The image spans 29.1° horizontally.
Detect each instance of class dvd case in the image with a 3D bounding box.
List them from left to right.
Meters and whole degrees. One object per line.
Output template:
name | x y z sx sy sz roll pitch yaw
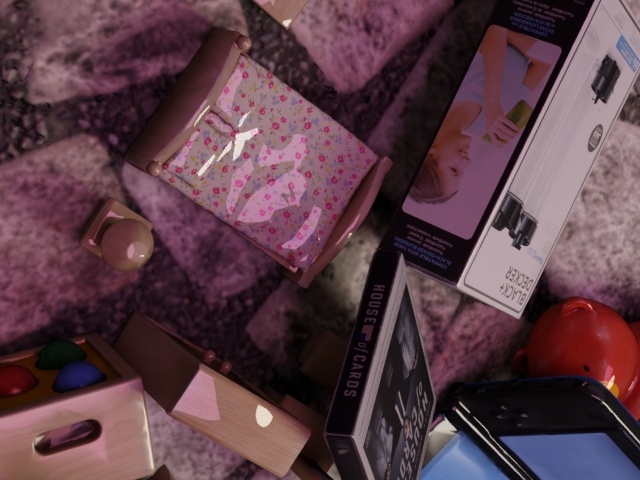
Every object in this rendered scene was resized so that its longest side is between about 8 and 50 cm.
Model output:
dvd case | 0.057 0.150 1.060 0.238 0.030 0.179 72 28 -49

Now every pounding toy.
pounding toy | -0.221 0.151 0.926 0.181 0.206 0.094 -14 108 -23

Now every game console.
game console | 0.217 0.285 1.209 0.293 0.250 0.173 45 54 -28

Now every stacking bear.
stacking bear | 0.334 0.153 1.240 0.289 0.164 0.175 27 129 -19

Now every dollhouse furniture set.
dollhouse furniture set | 0.000 0.000 1.020 0.303 0.174 0.355 36 86 -30

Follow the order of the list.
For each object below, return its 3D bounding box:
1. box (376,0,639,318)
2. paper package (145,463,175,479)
box | 0.178 -0.086 1.100 0.290 0.087 0.169 -63 150 -1
paper package | -0.085 0.396 0.993 0.168 0.309 0.324 -33 114 -8
